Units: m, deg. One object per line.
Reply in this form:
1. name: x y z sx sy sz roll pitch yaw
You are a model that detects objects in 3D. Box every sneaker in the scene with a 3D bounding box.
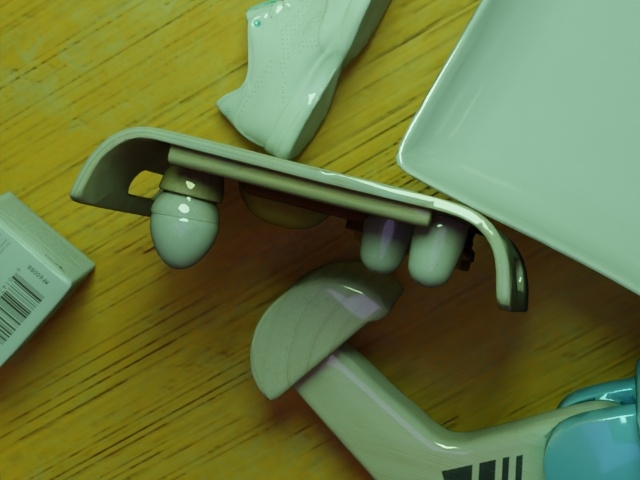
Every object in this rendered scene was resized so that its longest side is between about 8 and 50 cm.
1. sneaker: -0.011 -0.172 0.975 0.094 0.080 0.212 34 102 9

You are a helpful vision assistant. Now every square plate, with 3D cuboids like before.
1. square plate: 0.278 -0.115 0.927 0.347 0.049 0.344 29 78 -1

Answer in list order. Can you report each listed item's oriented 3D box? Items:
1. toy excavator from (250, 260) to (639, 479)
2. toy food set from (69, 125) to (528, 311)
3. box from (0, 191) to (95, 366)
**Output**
1. toy excavator: 0.202 0.194 0.969 0.445 0.222 0.432 -15 97 15
2. toy food set: 0.000 0.000 0.896 0.306 0.220 0.092 15 90 14
3. box: -0.262 0.031 1.015 0.102 0.087 0.101 42 100 -3
